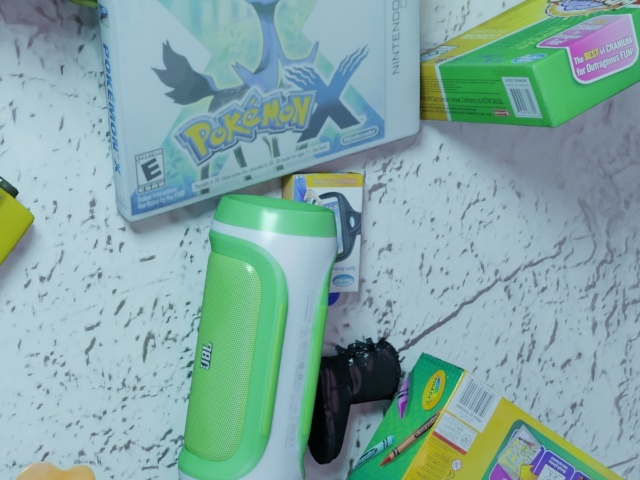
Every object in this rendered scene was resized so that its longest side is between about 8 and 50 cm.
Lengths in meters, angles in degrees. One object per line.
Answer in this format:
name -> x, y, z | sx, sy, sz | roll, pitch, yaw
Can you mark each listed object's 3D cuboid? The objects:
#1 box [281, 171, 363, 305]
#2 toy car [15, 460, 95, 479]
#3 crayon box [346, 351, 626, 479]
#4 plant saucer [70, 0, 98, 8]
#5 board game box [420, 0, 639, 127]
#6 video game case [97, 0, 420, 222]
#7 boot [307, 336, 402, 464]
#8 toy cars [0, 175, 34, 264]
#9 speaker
box -> 0.000, 0.000, 1.739 | 0.081, 0.028, 0.136 | -2, 96, -29
toy car -> -0.221, 0.318, 1.596 | 0.210, 0.219, 0.238 | -34, 83, -20
crayon box -> 0.177, 0.256, 1.819 | 0.278, 0.081, 0.165 | 35, 82, -32
plant saucer -> -0.140, -0.295, 1.609 | 0.188, 0.045, 0.188 | 8, 94, -29
board game box -> 0.273, -0.209, 1.738 | 0.317, 0.242, 0.064 | -29, 108, -23
video game case -> -0.048, -0.193, 1.626 | 0.329, 0.036, 0.299 | -18, 125, -25
boot -> 0.034, 0.160, 1.773 | 0.099, 0.045, 0.121 | -11, 104, -33
toy cars -> -0.344, -0.139, 1.494 | 0.177, 0.087, 0.393 | -15, 104, -27
speaker -> -0.060, 0.110, 1.659 | 0.131, 0.131, 0.296 | 5, 97, -29
